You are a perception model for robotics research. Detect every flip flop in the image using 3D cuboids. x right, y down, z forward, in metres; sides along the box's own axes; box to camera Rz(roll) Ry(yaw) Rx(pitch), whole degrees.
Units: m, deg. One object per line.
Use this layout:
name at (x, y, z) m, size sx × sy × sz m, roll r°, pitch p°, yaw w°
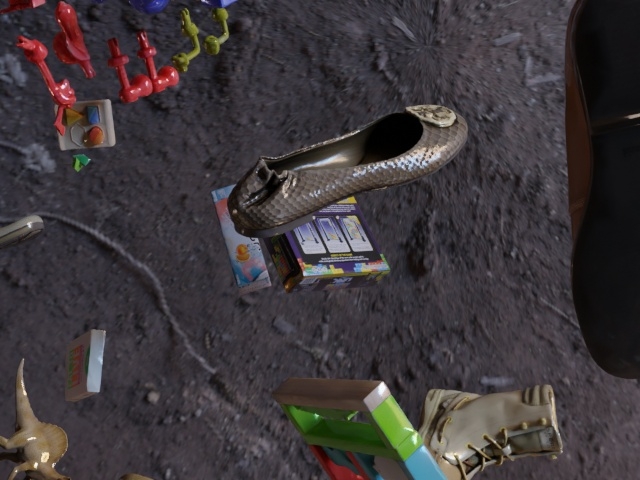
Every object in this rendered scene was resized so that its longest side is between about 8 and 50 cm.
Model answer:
flip flop at (-0.611, -0.002, 1.564) m, size 0.277 × 0.112 × 0.080 m, roll -20°, pitch 93°, yaw -3°

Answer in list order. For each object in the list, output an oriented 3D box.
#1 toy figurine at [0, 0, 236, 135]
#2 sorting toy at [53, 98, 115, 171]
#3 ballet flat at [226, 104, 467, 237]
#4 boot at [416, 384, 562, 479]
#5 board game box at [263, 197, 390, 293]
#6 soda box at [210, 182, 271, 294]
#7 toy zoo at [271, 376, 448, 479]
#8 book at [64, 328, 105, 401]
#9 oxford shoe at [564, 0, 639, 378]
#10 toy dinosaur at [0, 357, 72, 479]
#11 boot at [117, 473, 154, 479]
toy figurine at (-0.110, -0.251, 0.928) m, size 0.217 × 0.362 × 0.191 m, roll 0°, pitch 114°, yaw 28°
sorting toy at (-0.260, -0.115, 1.026) m, size 0.062 × 0.012 × 0.083 m, roll -8°, pitch 123°, yaw -13°
ballet flat at (0.028, -0.074, 0.796) m, size 0.250 × 0.084 × 0.058 m, roll -24°, pitch 122°, yaw -25°
boot at (0.241, 0.302, 1.318) m, size 0.203 × 0.262 × 0.095 m, roll -7°, pitch 116°, yaw 19°
board game box at (0.000, 0.000, 1.303) m, size 0.048 × 0.170 × 0.141 m, roll -46°, pitch 59°, yaw 37°
soda box at (-0.138, -0.004, 1.600) m, size 0.058 × 0.063 × 0.183 m, roll -17°, pitch 73°, yaw -3°
toy zoo at (0.081, 0.261, 0.915) m, size 0.030 × 0.192 × 0.293 m, roll -39°, pitch 103°, yaw -26°
book at (-0.373, 0.201, 1.464) m, size 0.035 × 0.144 × 0.096 m, roll 10°, pitch 70°, yaw -26°
oxford shoe at (0.163, -0.031, 0.481) m, size 0.076 × 0.076 × 0.212 m, roll -5°, pitch 107°, yaw 5°
toy dinosaur at (-0.342, 0.236, 1.068) m, size 0.093 × 0.053 × 0.183 m, roll -25°, pitch 62°, yaw -16°
boot at (-0.212, 0.349, 0.893) m, size 0.077 × 0.165 × 0.213 m, roll 20°, pitch 128°, yaw -1°
